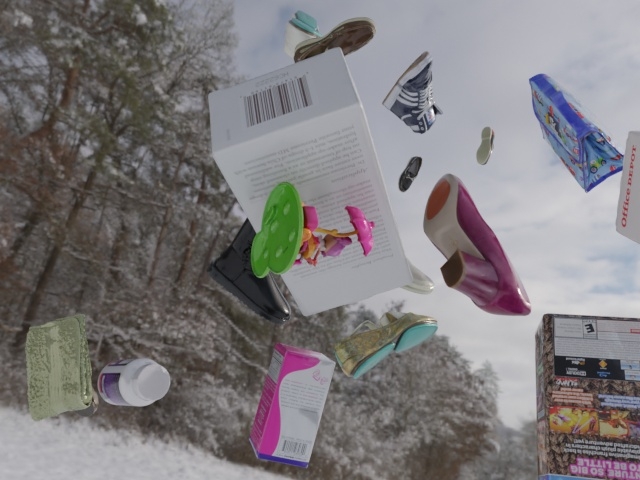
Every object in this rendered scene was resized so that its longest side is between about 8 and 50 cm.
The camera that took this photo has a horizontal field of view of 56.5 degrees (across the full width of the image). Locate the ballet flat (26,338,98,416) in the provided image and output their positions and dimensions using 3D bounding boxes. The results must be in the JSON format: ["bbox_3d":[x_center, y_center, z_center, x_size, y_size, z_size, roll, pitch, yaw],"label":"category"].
[{"bbox_3d":[-0.615,0.315,1.433,0.084,0.058,0.250,-27,-74,12],"label":"ballet flat"}]

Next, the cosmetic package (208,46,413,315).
[{"bbox_3d":[0.001,-0.075,1.039,0.229,0.162,0.453,-17,-42,5],"label":"cosmetic package"}]

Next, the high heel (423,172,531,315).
[{"bbox_3d":[0.326,0.005,1.261,0.181,0.377,0.127,26,-50,-18],"label":"high heel"}]

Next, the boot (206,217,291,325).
[{"bbox_3d":[-0.115,0.061,1.400,0.246,0.207,0.094,39,12,-16],"label":"boot"}]

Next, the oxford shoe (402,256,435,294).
[{"bbox_3d":[0.159,0.009,1.747,0.449,0.130,0.169,34,11,-3],"label":"oxford shoe"}]

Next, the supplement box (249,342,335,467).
[{"bbox_3d":[-0.061,0.339,1.246,0.111,0.220,0.114,17,-3,-15],"label":"supplement box"}]

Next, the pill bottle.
[{"bbox_3d":[-0.430,0.329,1.380,0.108,0.108,0.193,24,-25,-36],"label":"pill bottle"}]

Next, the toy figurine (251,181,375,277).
[{"bbox_3d":[0.000,0.000,0.888,0.159,0.130,0.173,5,-35,-29],"label":"toy figurine"}]

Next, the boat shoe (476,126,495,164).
[{"bbox_3d":[0.545,-0.305,1.951,0.049,0.137,0.043,-2,-23,39],"label":"boat shoe"}]

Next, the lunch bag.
[{"bbox_3d":[0.635,-0.290,1.489,0.138,0.221,0.293,-35,-37,19],"label":"lunch bag"}]

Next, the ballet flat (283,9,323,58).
[{"bbox_3d":[-0.065,-0.664,1.967,0.139,0.139,0.400,13,26,-9],"label":"ballet flat"}]

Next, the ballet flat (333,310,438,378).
[{"bbox_3d":[0.173,0.249,1.574,0.348,0.123,0.123,-19,3,-39],"label":"ballet flat"}]

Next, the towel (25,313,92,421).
[{"bbox_3d":[-0.402,0.192,0.909,0.109,0.148,0.027,-18,-21,12],"label":"towel"}]

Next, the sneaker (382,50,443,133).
[{"bbox_3d":[0.274,-0.388,1.601,0.153,0.099,0.282,45,-15,0],"label":"sneaker"}]

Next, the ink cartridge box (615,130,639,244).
[{"bbox_3d":[0.544,-0.060,0.860,0.100,0.172,0.237,-3,18,-4],"label":"ink cartridge box"}]

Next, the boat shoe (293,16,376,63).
[{"bbox_3d":[0.040,-0.545,1.697,0.257,0.095,0.095,-17,-45,28],"label":"boat shoe"}]

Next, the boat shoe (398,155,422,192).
[{"bbox_3d":[0.284,-0.209,1.872,0.046,0.125,0.038,33,-11,-20],"label":"boat shoe"}]

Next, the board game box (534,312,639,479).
[{"bbox_3d":[0.492,0.285,1.005,0.231,0.291,0.141,2,-22,14],"label":"board game box"}]
